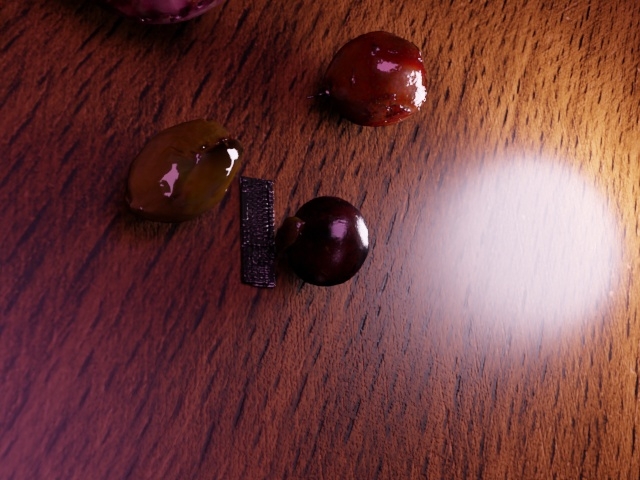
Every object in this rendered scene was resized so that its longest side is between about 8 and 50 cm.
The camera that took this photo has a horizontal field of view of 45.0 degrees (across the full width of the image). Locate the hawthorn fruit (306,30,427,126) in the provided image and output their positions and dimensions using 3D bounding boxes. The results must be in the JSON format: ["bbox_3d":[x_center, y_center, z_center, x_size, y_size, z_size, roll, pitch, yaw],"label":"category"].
[{"bbox_3d":[0.084,-0.284,1.421,0.235,0.181,0.181,-22,80,-25],"label":"hawthorn fruit"}]

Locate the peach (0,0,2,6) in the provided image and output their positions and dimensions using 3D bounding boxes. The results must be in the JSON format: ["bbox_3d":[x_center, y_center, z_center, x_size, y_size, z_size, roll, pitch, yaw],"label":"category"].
[{"bbox_3d":[-0.525,-0.406,1.051,0.231,0.231,0.231,14,60,-27],"label":"peach"}]

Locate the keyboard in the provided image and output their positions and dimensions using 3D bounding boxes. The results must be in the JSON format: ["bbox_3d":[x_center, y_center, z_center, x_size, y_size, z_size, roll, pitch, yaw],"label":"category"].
[{"bbox_3d":[-0.102,-0.017,1.258,0.060,0.018,0.195,9,62,-26],"label":"keyboard"}]

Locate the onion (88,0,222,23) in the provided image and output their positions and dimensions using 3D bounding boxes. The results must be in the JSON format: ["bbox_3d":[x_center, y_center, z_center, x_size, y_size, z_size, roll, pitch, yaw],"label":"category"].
[{"bbox_3d":[-0.259,-0.535,1.221,0.358,0.358,0.345,38,35,-11],"label":"onion"}]

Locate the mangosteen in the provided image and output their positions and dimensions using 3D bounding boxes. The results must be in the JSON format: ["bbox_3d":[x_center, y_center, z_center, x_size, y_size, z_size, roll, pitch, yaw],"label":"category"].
[{"bbox_3d":[0.000,0.000,1.229,0.152,0.152,0.152,14,60,-27],"label":"mangosteen"}]

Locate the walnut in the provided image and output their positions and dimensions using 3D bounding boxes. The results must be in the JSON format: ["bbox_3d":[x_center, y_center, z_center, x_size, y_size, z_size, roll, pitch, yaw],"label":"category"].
[{"bbox_3d":[-0.203,-0.108,1.168,0.137,0.137,0.245,46,51,-5],"label":"walnut"}]
